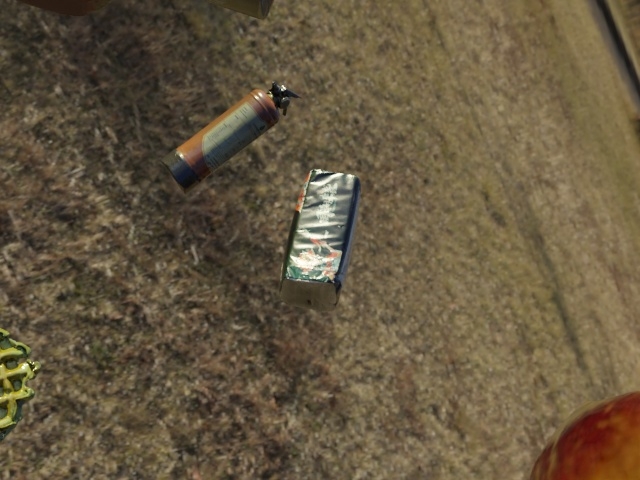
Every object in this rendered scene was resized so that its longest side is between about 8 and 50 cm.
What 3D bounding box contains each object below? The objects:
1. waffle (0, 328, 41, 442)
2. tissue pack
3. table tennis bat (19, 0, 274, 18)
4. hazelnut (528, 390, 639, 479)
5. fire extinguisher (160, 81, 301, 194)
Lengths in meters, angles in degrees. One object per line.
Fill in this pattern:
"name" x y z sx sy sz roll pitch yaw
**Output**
"waffle" -0.444 0.173 0.934 0.183 0.036 0.169 33 64 -7
"tissue pack" 0.000 0.001 1.060 0.103 0.090 0.170 96 5 -64
"table tennis bat" -0.133 -0.155 0.381 0.131 0.234 0.022 91 20 -64
"hazelnut" 0.416 0.402 0.954 0.429 0.402 0.402 92 0 -56
"fire extinguisher" -0.097 -0.123 0.878 0.050 0.177 0.062 49 -7 27
